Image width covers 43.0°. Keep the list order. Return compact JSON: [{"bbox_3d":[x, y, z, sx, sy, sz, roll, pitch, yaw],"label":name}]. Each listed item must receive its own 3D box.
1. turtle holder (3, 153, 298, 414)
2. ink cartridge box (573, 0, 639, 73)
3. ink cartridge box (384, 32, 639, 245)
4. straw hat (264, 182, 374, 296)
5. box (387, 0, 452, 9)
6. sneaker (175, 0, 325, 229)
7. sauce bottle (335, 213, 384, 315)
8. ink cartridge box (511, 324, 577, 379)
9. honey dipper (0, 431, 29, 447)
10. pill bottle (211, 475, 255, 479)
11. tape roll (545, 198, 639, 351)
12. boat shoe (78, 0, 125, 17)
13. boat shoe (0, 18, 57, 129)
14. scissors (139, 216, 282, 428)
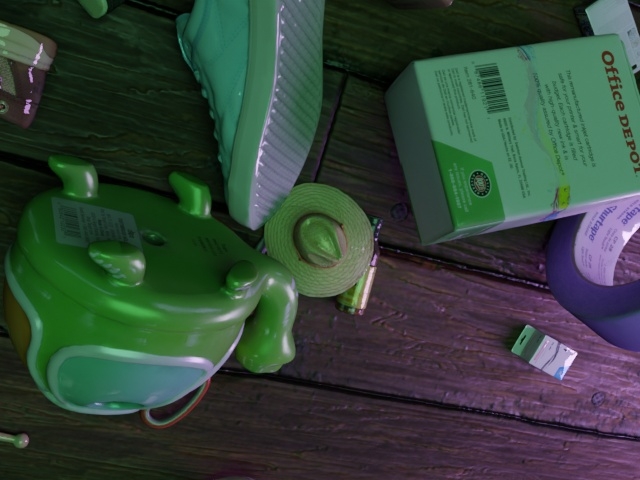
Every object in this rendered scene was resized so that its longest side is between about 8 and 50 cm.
[{"bbox_3d":[-0.186,0.061,0.887,0.320,0.243,0.228,-9,132,-54],"label":"turtle holder"},{"bbox_3d":[0.385,-0.269,1.074,0.062,0.029,0.115,-33,113,-8],"label":"ink cartridge box"},{"bbox_3d":[0.242,-0.122,0.983,0.278,0.117,0.202,-11,82,-15],"label":"ink cartridge box"},{"bbox_3d":[0.000,0.000,0.977,0.144,0.061,0.145,0,90,-7],"label":"straw hat"},{"bbox_3d":[0.058,-0.368,0.874,0.232,0.148,0.127,31,93,-22],"label":"box"},{"bbox_3d":[-0.087,-0.194,0.906,0.135,0.150,0.366,-32,137,-52],"label":"sneaker"},{"bbox_3d":[0.052,0.031,1.037,0.042,0.042,0.128,11,95,-21],"label":"sauce bottle"},{"bbox_3d":[0.321,0.161,1.167,0.083,0.028,0.048,28,94,-22],"label":"ink cartridge box"},{"bbox_3d":[-0.418,0.215,0.939,0.160,0.030,0.031,18,98,-26],"label":"honey dipper"},{"bbox_3d":[-0.085,0.477,1.036,0.176,0.176,0.319,-27,111,-10],"label":"pill bottle"},{"bbox_3d":[0.421,0.000,1.024,0.090,0.275,0.275,35,92,-22],"label":"tape roll"},{"bbox_3d":[-0.255,-0.298,0.849,0.042,0.048,0.133,-45,107,-38],"label":"boat shoe"},{"bbox_3d":[-0.437,-0.189,0.777,0.341,0.123,0.123,13,98,-27],"label":"boat shoe"},{"bbox_3d":[-0.126,0.106,1.010,0.297,0.021,0.109,-43,104,-6],"label":"scissors"}]
